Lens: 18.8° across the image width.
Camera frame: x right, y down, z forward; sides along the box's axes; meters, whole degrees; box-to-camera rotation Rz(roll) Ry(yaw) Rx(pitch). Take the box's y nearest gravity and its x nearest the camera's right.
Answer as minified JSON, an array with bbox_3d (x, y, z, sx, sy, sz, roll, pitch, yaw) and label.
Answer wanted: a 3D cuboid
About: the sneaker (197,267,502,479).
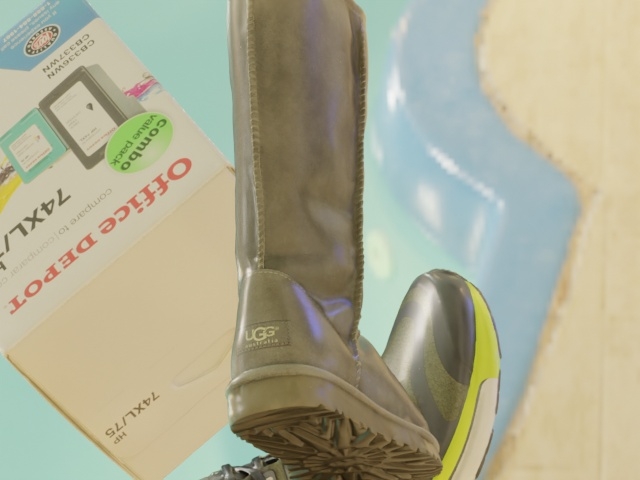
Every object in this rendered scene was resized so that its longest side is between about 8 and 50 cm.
[{"bbox_3d":[-0.004,0.138,1.015,0.121,0.111,0.300,32,73,-11],"label":"sneaker"}]

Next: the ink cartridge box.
[{"bbox_3d":[-0.152,-0.006,1.388,0.198,0.197,0.270,-41,46,-3],"label":"ink cartridge box"}]

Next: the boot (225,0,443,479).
[{"bbox_3d":[0.003,0.000,0.891,0.076,0.189,0.208,-12,66,12],"label":"boot"}]
